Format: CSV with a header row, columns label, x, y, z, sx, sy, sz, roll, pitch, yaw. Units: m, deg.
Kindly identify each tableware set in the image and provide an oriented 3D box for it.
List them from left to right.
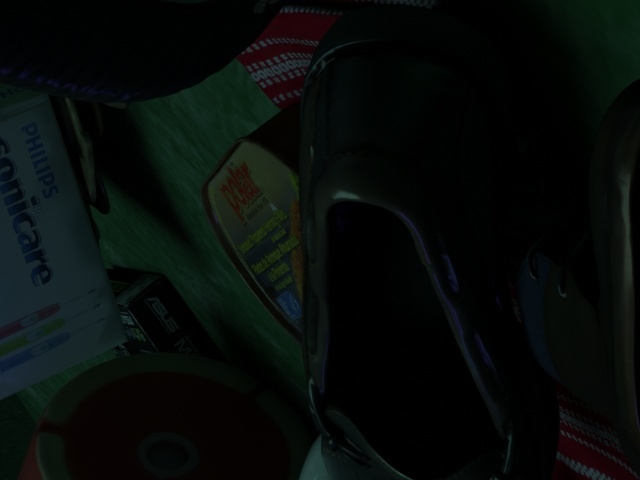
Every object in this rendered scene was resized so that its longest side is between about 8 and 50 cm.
label,x,y,z,sx,sy,sz,roll,pitch,yaw
tableware set,-0.156,-0.074,1.261,0.128,0.039,0.194,60,164,21

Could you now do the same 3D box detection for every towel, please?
label,x,y,z,sx,sy,sz,roll,pitch,yaw
towel,0.067,0.018,0.786,0.275,0.031,0.199,58,164,-21

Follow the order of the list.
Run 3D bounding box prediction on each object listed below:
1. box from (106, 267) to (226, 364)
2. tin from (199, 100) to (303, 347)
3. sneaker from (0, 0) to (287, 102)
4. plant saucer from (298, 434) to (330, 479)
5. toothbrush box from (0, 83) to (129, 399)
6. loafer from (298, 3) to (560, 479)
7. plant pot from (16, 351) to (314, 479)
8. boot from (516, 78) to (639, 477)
label,x,y,z,sx,sy,sz,roll,pitch,yaw
box,-0.110,0.108,1.553,0.184,0.045,0.190,53,166,-12
tin,0.000,0.000,0.817,0.106,0.040,0.189,49,165,-2
sneaker,-0.222,-0.184,0.609,0.447,0.169,0.257,12,-152,-49
plant saucer,0.059,0.303,1.123,0.400,0.100,0.401,180,90,-77
toothbrush box,-0.254,-0.056,1.312,0.283,0.122,0.206,46,156,47
loafer,0.029,0.045,0.691,0.096,0.084,0.267,3,134,15
plant pot,-0.116,0.230,1.387,0.275,0.275,0.243,43,138,32
boot,0.090,0.012,0.591,0.106,0.082,0.219,38,162,38
